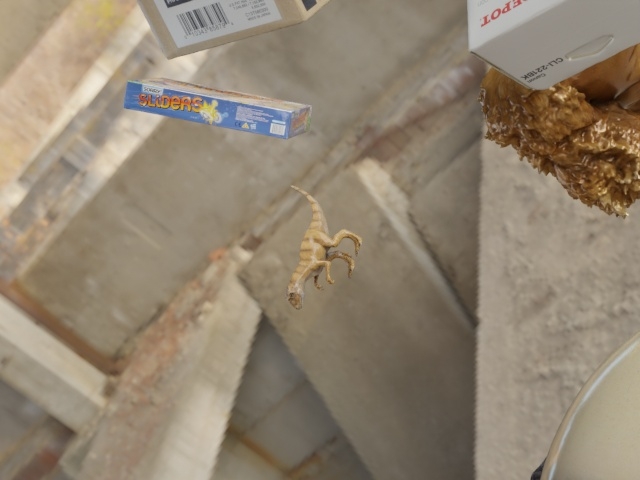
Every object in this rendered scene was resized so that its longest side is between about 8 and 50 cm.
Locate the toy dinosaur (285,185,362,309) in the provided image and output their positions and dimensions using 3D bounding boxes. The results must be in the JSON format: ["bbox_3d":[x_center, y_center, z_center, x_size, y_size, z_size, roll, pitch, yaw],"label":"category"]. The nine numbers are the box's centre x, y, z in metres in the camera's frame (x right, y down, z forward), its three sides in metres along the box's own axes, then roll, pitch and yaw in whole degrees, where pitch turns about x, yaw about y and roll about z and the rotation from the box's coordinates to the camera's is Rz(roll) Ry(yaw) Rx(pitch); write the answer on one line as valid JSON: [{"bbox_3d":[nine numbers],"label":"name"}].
[{"bbox_3d":[0.000,0.000,1.762,0.064,0.112,0.212,110,172,-54],"label":"toy dinosaur"}]

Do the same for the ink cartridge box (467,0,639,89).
[{"bbox_3d":[0.260,-0.327,1.306,0.197,0.114,0.273,-25,55,44],"label":"ink cartridge box"}]

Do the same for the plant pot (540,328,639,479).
[{"bbox_3d":[0.379,0.189,1.251,0.284,0.284,0.191,-18,56,63],"label":"plant pot"}]

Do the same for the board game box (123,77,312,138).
[{"bbox_3d":[-0.120,-0.161,1.489,0.136,0.201,0.035,-44,-36,-77],"label":"board game box"}]

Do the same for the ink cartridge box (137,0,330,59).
[{"bbox_3d":[-0.122,-0.333,1.443,0.234,0.193,0.088,-8,28,40],"label":"ink cartridge box"}]

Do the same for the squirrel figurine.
[{"bbox_3d":[0.417,-0.234,1.814,0.281,0.370,0.397,12,76,44],"label":"squirrel figurine"}]

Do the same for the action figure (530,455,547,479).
[{"bbox_3d":[0.443,0.406,1.978,0.275,0.164,0.141,143,139,-75],"label":"action figure"}]
